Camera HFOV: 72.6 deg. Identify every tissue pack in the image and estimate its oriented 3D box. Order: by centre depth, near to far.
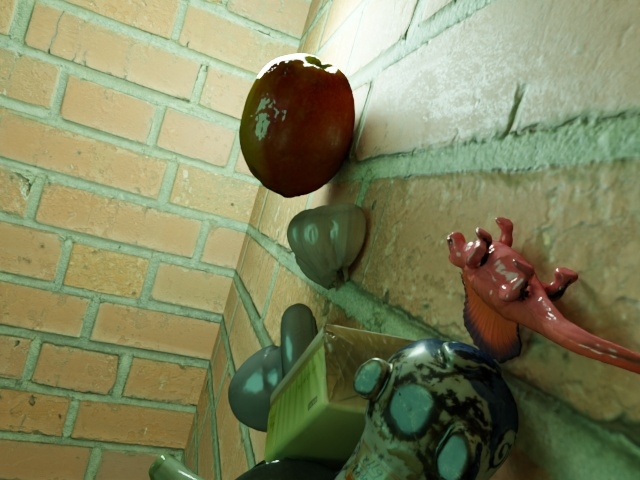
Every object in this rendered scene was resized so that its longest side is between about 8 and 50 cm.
[{"bbox_3d":[0.031,0.234,0.615,0.234,0.159,0.125,122,156,-43],"label":"tissue pack"}]

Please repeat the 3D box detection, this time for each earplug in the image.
[{"bbox_3d":[-0.077,0.272,0.895,0.214,0.175,0.325,-97,28,-47],"label":"earplug"}]

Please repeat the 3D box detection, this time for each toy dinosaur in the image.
[{"bbox_3d":[0.193,0.079,0.438,0.286,0.070,0.138,-114,32,-59],"label":"toy dinosaur"}]

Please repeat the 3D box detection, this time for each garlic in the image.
[{"bbox_3d":[0.000,0.000,0.959,0.229,0.143,0.177,-38,38,49],"label":"garlic"}]

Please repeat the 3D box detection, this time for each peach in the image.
[{"bbox_3d":[-0.064,-0.290,1.148,0.373,0.290,0.372,-168,90,-76],"label":"peach"}]

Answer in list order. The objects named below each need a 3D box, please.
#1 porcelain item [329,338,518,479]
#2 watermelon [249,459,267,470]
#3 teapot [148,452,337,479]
[{"bbox_3d":[0.096,0.237,0.435,0.138,0.186,0.288,29,91,46],"label":"porcelain item"},{"bbox_3d":[-0.073,0.457,0.783,0.187,0.141,0.140,-58,23,33],"label":"watermelon"},{"bbox_3d":[-0.083,0.443,0.577,0.239,0.322,0.239,95,-179,-47],"label":"teapot"}]
